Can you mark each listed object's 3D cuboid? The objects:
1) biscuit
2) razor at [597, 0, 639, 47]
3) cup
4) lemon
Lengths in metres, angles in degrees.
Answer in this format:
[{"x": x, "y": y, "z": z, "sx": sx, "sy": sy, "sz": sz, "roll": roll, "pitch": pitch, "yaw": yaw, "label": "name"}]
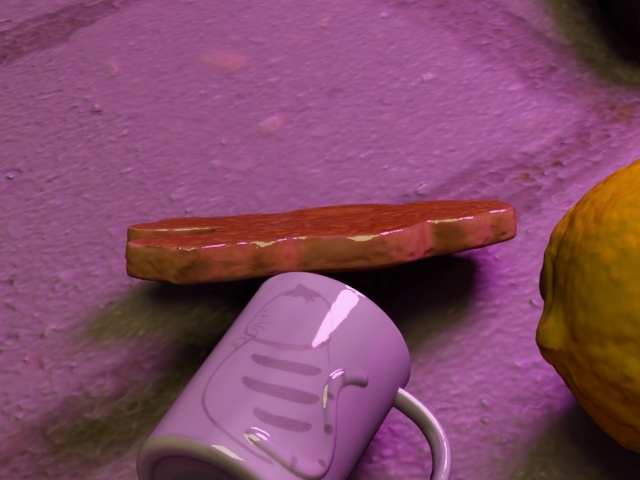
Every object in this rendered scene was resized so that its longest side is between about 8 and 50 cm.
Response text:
[{"x": 0.000, "y": -0.001, "z": 0.819, "sx": 0.236, "sy": 0.040, "sz": 0.144, "roll": -3, "pitch": 14, "yaw": -8, "label": "biscuit"}, {"x": 0.282, "y": -0.280, "z": 1.081, "sx": 0.204, "sy": 0.113, "sz": 0.349, "roll": -12, "pitch": 42, "yaw": -2, "label": "razor"}, {"x": -0.007, "y": 0.094, "z": 0.704, "sx": 0.136, "sy": 0.099, "sz": 0.133, "roll": 5, "pitch": 40, "yaw": 33, "label": "cup"}, {"x": 0.212, "y": 0.033, "z": 0.698, "sx": 0.193, "sy": 0.180, "sz": 0.180, "roll": -32, "pitch": 43, "yaw": 6, "label": "lemon"}]
